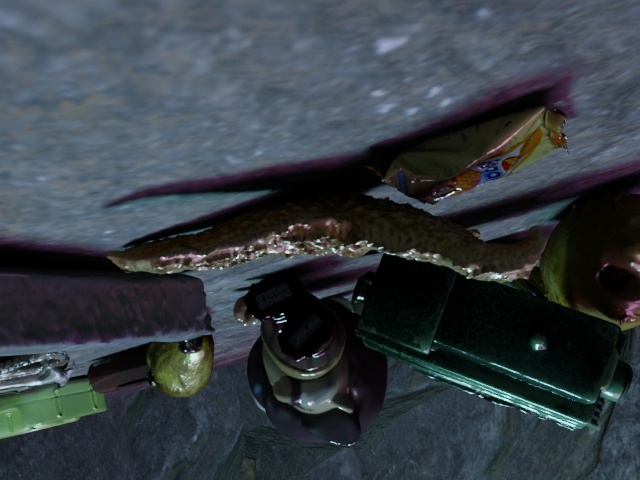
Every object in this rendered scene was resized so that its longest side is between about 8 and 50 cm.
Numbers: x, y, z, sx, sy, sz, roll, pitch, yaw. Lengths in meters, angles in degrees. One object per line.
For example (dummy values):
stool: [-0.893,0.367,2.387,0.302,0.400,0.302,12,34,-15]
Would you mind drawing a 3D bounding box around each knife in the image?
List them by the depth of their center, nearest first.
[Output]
knife: [-0.504,0.186,0.978,0.365,0.043,0.089,-6,134,-32]

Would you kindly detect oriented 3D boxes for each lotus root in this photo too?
lotus root: [-0.194,0.161,1.104,0.094,0.108,0.191,-41,175,-37]

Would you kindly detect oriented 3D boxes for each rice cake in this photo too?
rice cake: [-0.190,0.050,0.566,0.070,0.064,0.399,-7,173,16]

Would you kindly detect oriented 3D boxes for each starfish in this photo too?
starfish: [0.000,-0.004,0.550,0.302,0.060,0.299,-1,-176,-19]

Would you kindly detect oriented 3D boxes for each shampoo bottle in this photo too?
shampoo bottle: [-0.314,0.226,1.399,0.236,0.067,0.068,-17,-150,23]

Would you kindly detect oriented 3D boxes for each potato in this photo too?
potato: [0.359,0.034,0.968,0.140,0.173,0.300,6,170,1]

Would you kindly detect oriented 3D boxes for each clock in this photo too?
clock: [-0.672,0.395,1.772,0.308,0.096,0.235,-18,171,27]

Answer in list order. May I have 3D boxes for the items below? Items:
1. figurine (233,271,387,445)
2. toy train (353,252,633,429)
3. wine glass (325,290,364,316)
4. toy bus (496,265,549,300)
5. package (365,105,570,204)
figurine: [-0.025,0.175,1.041,0.206,0.218,0.365,-58,160,-3]
toy train: [0.185,0.103,0.857,0.330,0.139,0.178,20,172,16]
wine glass: [0.046,0.131,1.350,0.079,0.079,0.195,-9,168,-28]
toy bus: [0.291,0.087,1.239,0.128,0.150,0.262,-50,158,19]
package: [0.100,-0.052,0.496,0.120,0.031,0.108,-18,170,18]
